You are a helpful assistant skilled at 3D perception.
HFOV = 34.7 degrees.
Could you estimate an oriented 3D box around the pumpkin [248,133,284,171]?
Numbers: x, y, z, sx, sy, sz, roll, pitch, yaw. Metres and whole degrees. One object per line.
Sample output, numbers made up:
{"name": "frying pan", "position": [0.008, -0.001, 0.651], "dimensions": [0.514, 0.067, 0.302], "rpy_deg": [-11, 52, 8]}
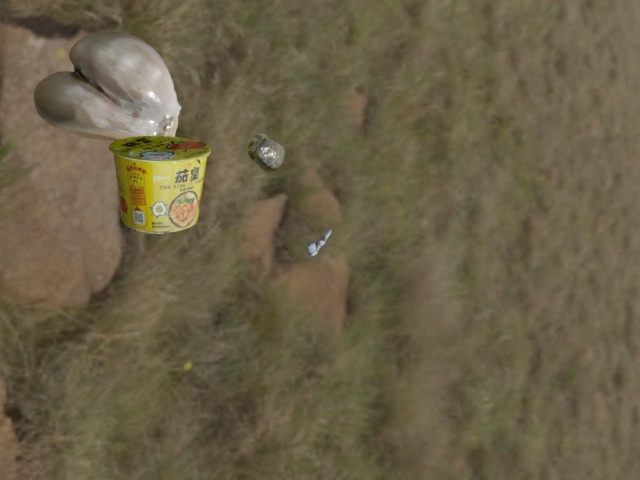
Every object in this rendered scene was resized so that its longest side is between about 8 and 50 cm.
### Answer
{"name": "pumpkin", "position": [-0.082, -0.136, 1.634], "dimensions": [0.083, 0.028, 0.050], "rpy_deg": [30, 90, -47]}

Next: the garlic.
{"name": "garlic", "position": [-0.457, -0.324, 2.141], "dimensions": [0.246, 0.340, 0.231], "rpy_deg": [11, 97, -46]}

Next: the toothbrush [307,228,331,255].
{"name": "toothbrush", "position": [0.000, 0.000, 1.514], "dimensions": [0.193, 0.013, 0.019], "rpy_deg": [-46, 125, -78]}

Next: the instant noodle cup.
{"name": "instant noodle cup", "position": [-0.288, -0.099, 1.841], "dimensions": [0.182, 0.182, 0.144], "rpy_deg": [-37, 134, -63]}
